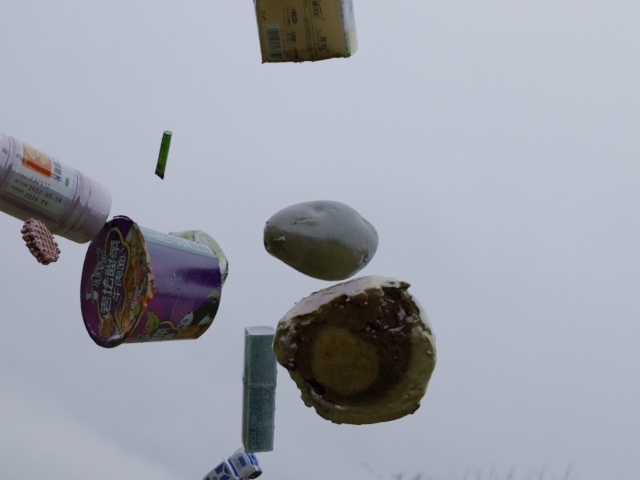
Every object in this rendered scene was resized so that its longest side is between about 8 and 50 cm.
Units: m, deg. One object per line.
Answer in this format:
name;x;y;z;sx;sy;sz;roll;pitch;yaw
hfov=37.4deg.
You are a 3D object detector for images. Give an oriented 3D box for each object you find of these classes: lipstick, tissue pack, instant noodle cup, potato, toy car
lipstick;-0.142;0.345;2.179;0.077;0.290;0.076;0;9;-16
tissue pack;-0.033;-0.426;1.656;0.186;0.090;0.222;-1;-70;22
instant noodle cup;-0.319;0.088;1.821;0.190;0.251;0.251;10;-12;-41
potato;0.000;0.000;1.833;0.235;0.160;0.178;8;-10;-20
toy car;-0.229;0.584;2.342;0.080;0.170;0.070;56;10;30

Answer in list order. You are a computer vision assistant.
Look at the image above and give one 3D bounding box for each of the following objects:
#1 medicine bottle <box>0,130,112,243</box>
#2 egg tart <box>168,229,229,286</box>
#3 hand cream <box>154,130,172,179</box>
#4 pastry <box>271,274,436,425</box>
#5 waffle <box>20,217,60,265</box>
medicine bottle;-0.515;-0.093;1.718;0.133;0.133;0.249;-3;-25;43
egg tart;-0.280;0.047;2.207;0.078;0.197;0.197;-35;-52;15
hand cream;-0.379;-0.207;2.284;0.036;0.023;0.122;36;-56;32
pastry;0.067;0.166;1.551;0.255;0.170;0.237;-21;-66;16
waffle;-0.454;0.001;1.532;0.029;0.075;0.083;-26;-69;7
